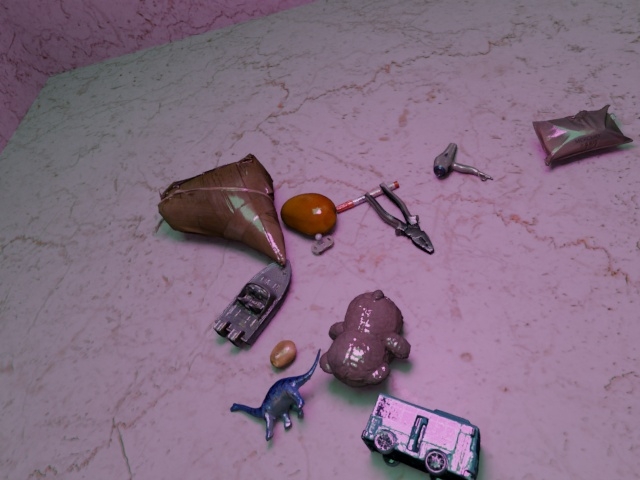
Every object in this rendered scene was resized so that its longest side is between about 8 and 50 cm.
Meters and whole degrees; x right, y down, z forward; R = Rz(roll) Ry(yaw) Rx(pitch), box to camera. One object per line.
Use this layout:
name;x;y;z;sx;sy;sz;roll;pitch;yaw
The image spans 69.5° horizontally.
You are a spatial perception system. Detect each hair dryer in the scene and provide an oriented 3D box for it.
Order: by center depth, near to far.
hair dryer;0.496;-0.277;1.598;0.199;0.068;0.167;8;51;12

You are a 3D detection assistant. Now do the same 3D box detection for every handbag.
handbag;0.829;-0.346;1.488;0.270;0.117;0.183;-15;64;8

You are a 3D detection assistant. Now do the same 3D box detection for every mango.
mango;-0.040;-0.097;1.594;0.221;0.120;0.152;23;65;40

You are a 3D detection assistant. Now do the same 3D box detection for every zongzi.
zongzi;-0.386;-0.044;1.606;0.499;0.218;0.467;-19;50;5

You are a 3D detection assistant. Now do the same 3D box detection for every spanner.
spanner;0.262;-0.071;1.512;0.095;0.040;0.325;-35;56;-4

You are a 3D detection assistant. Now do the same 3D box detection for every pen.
pen;0.165;-0.154;1.626;0.239;0.028;0.028;-23;50;0

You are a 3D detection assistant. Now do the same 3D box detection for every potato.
potato;-0.108;0.326;1.329;0.083;0.062;0.068;-28;15;-33

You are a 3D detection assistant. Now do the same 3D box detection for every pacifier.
pacifier;0.000;0.000;1.541;0.083;0.064;0.068;-32;41;-8

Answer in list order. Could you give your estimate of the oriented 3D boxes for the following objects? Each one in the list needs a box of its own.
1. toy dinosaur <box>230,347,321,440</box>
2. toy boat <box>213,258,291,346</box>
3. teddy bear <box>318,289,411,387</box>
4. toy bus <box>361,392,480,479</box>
toy dinosaur;-0.100;0.432;1.226;0.329;0.076;0.144;-37;57;16
toy boat;-0.194;0.181;1.450;0.141;0.092;0.320;24;63;30
teddy bear;0.124;0.266;1.234;0.235;0.151;0.267;5;55;25
toy bus;0.239;0.460;1.062;0.255;0.128;0.147;10;56;28
